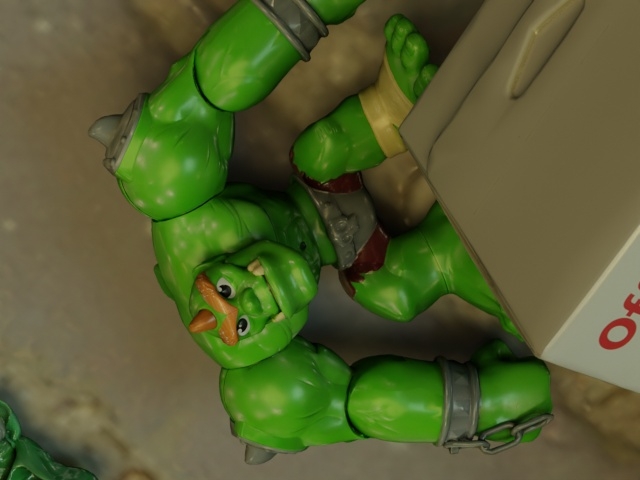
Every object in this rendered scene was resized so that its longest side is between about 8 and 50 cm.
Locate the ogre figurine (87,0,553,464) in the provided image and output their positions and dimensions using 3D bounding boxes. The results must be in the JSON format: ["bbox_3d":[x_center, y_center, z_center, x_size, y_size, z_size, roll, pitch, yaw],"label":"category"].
[{"bbox_3d":[0.000,0.000,0.684,0.118,0.097,0.197,-25,124,-4],"label":"ogre figurine"}]

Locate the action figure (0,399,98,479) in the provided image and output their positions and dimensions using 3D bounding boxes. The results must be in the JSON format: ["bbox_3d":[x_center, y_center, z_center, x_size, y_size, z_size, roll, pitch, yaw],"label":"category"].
[{"bbox_3d":[-0.201,0.100,0.761,0.232,0.063,0.137,-2,109,3],"label":"action figure"}]

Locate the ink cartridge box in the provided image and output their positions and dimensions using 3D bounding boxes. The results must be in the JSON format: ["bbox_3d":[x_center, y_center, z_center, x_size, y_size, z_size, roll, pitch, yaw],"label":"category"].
[{"bbox_3d":[0.141,-0.023,0.604,0.176,0.127,0.128,19,116,-30],"label":"ink cartridge box"}]
